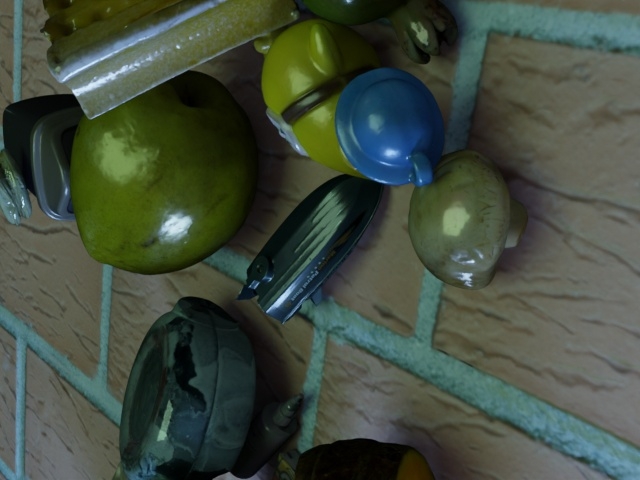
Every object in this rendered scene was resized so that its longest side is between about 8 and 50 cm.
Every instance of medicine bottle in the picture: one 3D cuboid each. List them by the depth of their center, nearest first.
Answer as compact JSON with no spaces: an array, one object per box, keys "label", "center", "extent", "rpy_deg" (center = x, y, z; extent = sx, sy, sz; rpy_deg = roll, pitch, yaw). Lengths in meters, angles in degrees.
[{"label":"medicine bottle","center":[-0.073,0.271,1.164],"extent":[0.057,0.058,0.199],"rpy_deg":[58,133,23]}]

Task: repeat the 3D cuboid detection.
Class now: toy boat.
[{"label":"toy boat","center":[0.000,0.000,1.028],"extent":[0.246,0.103,0.092],"rpy_deg":[-49,47,25]}]

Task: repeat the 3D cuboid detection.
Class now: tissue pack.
[{"label":"tissue pack","center":[-0.039,0.347,1.158],"extent":[0.063,0.035,0.083],"rpy_deg":[38,124,37]}]

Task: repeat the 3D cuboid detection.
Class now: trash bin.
[{"label":"trash bin","center":[-0.385,-0.143,1.327],"extent":[0.290,0.210,0.182],"rpy_deg":[27,124,48]}]

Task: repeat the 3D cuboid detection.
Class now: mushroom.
[{"label":"mushroom","center":[0.147,-0.021,0.834],"extent":[0.148,0.112,0.147],"rpy_deg":[-174,90,-76]}]

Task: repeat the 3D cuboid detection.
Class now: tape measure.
[{"label":"tape measure","center":[-0.190,0.225,1.185],"extent":[0.256,0.147,0.275],"rpy_deg":[-54,32,40]}]

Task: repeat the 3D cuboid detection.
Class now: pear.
[{"label":"pear","center":[-0.216,-0.085,1.118],"extent":[0.253,0.253,0.307],"rpy_deg":[49,126,30]}]

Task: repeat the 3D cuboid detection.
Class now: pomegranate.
[{"label":"pomegranate","center":[0.051,-0.286,0.855],"extent":[0.179,0.179,0.210],"rpy_deg":[9,111,46]}]

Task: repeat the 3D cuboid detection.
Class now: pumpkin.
[{"label":"pumpkin","center":[0.076,0.378,0.930],"extent":[0.139,0.222,0.316],"rpy_deg":[-19,82,20]}]

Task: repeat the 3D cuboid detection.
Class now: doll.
[{"label":"doll","center":[0.027,-0.147,0.912],"extent":[0.363,0.145,0.199],"rpy_deg":[49,164,51]}]

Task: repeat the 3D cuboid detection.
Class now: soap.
[{"label":"soap","center":[-0.181,-0.290,0.973],"extent":[0.259,0.281,0.143],"rpy_deg":[-110,-4,-48]}]

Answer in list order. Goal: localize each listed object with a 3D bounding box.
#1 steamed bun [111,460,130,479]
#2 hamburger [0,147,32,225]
[{"label":"steamed bun","center":[-0.292,0.460,1.371],"extent":[0.218,0.144,0.211],"rpy_deg":[-7,92,48]},{"label":"hamburger","center":[-0.482,-0.072,1.276],"extent":[0.084,0.054,0.121],"rpy_deg":[47,149,31]}]
